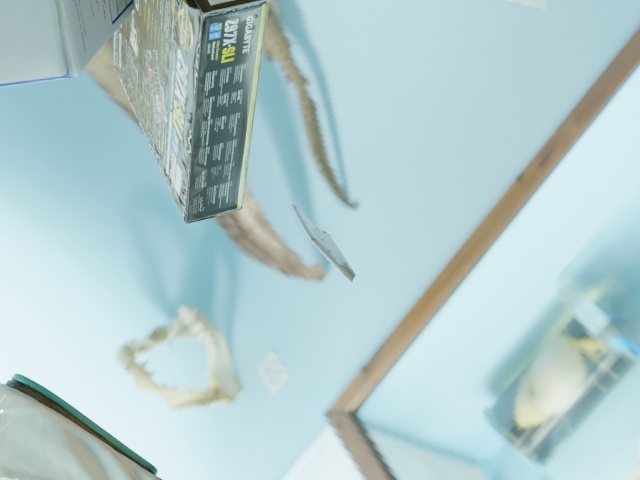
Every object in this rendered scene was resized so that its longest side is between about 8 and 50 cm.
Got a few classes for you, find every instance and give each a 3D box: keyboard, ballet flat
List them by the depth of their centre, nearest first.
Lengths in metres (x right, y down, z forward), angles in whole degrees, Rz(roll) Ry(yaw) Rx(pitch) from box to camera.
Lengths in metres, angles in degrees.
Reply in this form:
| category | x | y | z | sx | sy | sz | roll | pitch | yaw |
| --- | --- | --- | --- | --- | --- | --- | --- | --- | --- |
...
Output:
| category | x | y | z | sx | sy | sz | roll | pitch | yaw |
| --- | --- | --- | --- | --- | --- | --- | --- | --- | --- |
| ballet flat | -0.167 | 0.278 | 1.343 | 0.400 | 0.139 | 0.139 | 30 | -164 | -3 |
| keyboard | 0.000 | 0.000 | 1.717 | 0.072 | 0.014 | 0.256 | 41 | -176 | -12 |

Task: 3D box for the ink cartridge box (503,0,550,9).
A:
| category | x | y | z | sx | sy | sz | roll | pitch | yaw |
| --- | --- | --- | --- | --- | --- | --- | --- | --- | --- |
| ink cartridge box | 0.134 | -0.325 | 1.148 | 0.275 | 0.239 | 0.060 | 5 | -140 | -32 |

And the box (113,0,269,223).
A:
| category | x | y | z | sx | sy | sz | roll | pitch | yaw |
| --- | --- | --- | --- | --- | --- | --- | --- | --- | --- |
| box | -0.147 | -0.217 | 1.485 | 0.079 | 0.322 | 0.257 | -16 | -124 | -21 |

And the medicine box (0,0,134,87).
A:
| category | x | y | z | sx | sy | sz | roll | pitch | yaw |
| --- | --- | --- | --- | --- | --- | --- | --- | --- | --- |
| medicine box | -0.332 | -0.235 | 1.268 | 0.263 | 0.149 | 0.289 | -7 | -160 | 6 |
